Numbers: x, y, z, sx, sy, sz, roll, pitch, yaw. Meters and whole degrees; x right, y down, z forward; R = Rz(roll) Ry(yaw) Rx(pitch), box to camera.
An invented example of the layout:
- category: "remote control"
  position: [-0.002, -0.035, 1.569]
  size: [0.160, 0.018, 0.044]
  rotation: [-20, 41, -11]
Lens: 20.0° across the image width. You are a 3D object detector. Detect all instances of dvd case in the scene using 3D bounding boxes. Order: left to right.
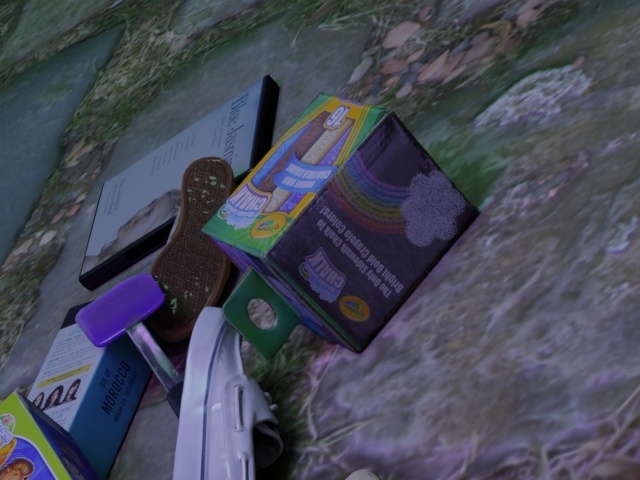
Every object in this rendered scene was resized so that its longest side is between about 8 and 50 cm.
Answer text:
- category: "dvd case"
  position: [-0.153, -0.063, 1.966]
  size: [0.253, 0.022, 0.180]
  rotation: [-31, 29, 25]

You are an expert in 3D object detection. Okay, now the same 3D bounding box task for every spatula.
- category: "spatula"
  position: [-0.140, 0.115, 1.624]
  size: [0.084, 0.030, 0.296]
  rotation: [-36, 43, -6]

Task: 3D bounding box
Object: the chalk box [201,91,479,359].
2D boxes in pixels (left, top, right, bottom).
- category: "chalk box"
  position: [0.000, 0.000, 1.538]
  size: [0.213, 0.132, 0.132]
  rotation: [-48, 27, -9]

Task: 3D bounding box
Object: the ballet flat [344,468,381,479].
- category: "ballet flat"
  position: [0.011, 0.230, 1.287]
  size: [0.057, 0.049, 0.173]
  rotation: [-21, 35, 37]

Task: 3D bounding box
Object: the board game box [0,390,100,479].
- category: "board game box"
  position: [-0.248, 0.302, 1.447]
  size: [0.233, 0.078, 0.347]
  rotation: [-45, 37, -2]

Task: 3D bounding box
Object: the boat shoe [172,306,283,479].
- category: "boat shoe"
  position: [-0.072, 0.161, 1.473]
  size: [0.084, 0.095, 0.258]
  rotation: [3, 48, 0]

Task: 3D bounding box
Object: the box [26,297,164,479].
- category: "box"
  position: [-0.228, 0.159, 1.711]
  size: [0.100, 0.060, 0.244]
  rotation: [-20, 36, 38]

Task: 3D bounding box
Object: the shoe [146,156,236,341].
- category: "shoe"
  position: [-0.118, 0.016, 1.776]
  size: [0.076, 0.058, 0.219]
  rotation: [4, 51, 11]
